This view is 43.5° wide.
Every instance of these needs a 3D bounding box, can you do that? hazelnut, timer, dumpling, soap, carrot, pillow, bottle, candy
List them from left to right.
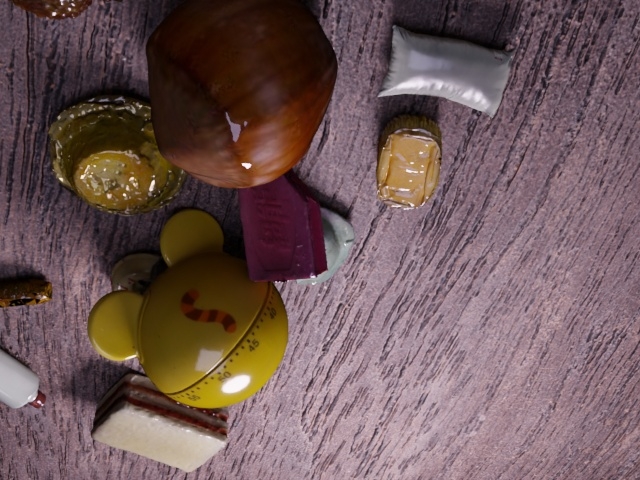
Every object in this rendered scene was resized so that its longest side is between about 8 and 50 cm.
[{"bbox_3d":[-0.728,0.126,1.826,0.228,0.069,0.069,-6,131,1],"label":"carrot"},{"bbox_3d":[-0.778,0.339,1.977,0.104,0.104,0.245,-28,128,18],"label":"bottle"},{"bbox_3d":[-0.420,0.481,2.121,0.320,0.135,0.179,27,124,-24],"label":"candy"},{"bbox_3d":[-0.267,0.166,1.747,0.376,0.376,0.387,-38,111,24],"label":"timer"},{"bbox_3d":[-0.135,-0.260,1.412,0.372,0.315,0.372,-30,149,-20],"label":"hazelnut"},{"bbox_3d":[-0.083,-0.044,1.658,0.162,0.099,0.250,-6,95,24],"label":"soap"},{"bbox_3d":[-0.011,-0.001,1.780,0.149,0.104,0.217,-34,129,-33],"label":"dumpling"},{"bbox_3d":[0.239,-0.319,1.531,0.253,0.078,0.144,8,129,-13],"label":"pillow"}]

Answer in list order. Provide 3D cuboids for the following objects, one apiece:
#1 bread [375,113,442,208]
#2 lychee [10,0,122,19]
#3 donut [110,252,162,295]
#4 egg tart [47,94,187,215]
[{"bbox_3d":[0.180,-0.164,1.642,0.132,0.114,0.191,9,121,-1],"label":"bread"},{"bbox_3d":[-0.425,-0.447,1.282,0.238,0.200,0.200,31,122,-14],"label":"lychee"},{"bbox_3d":[-0.426,0.097,1.830,0.108,0.065,0.166,10,129,-13],"label":"donut"},{"bbox_3d":[-0.401,-0.149,1.589,0.294,0.116,0.295,-2,132,-2],"label":"egg tart"}]
